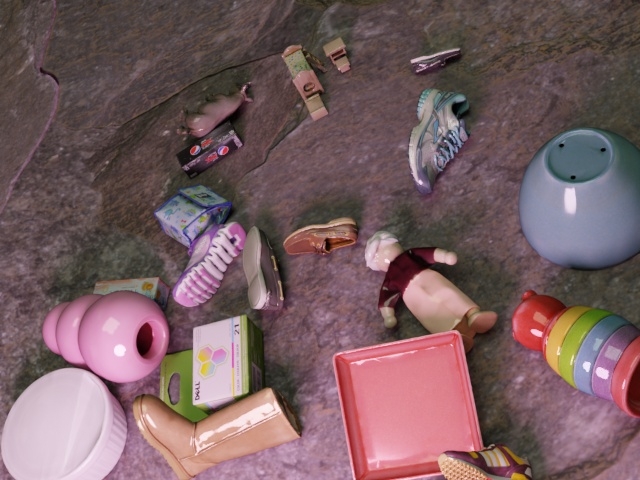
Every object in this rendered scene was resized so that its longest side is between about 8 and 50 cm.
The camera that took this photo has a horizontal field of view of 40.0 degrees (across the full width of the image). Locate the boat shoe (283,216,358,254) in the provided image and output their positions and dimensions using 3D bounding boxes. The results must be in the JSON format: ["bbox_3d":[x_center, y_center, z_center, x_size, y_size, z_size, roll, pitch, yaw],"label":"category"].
[{"bbox_3d":[0.000,0.000,2.000,0.178,0.064,0.060,-16,53,11],"label":"boat shoe"}]

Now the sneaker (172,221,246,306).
[{"bbox_3d":[-0.277,0.050,2.082,0.104,0.095,0.236,17,63,38],"label":"sneaker"}]

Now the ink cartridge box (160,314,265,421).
[{"bbox_3d":[-0.255,0.289,1.913,0.255,0.097,0.189,-15,55,14],"label":"ink cartridge box"}]

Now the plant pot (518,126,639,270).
[{"bbox_3d":[0.526,-0.113,1.755,0.290,0.195,0.290,-12,56,18],"label":"plant pot"}]

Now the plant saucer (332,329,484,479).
[{"bbox_3d":[0.170,0.321,1.688,0.258,0.048,0.259,-13,80,16],"label":"plant saucer"}]

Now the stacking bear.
[{"bbox_3d":[0.480,0.188,1.613,0.289,0.164,0.175,27,118,46],"label":"stacking bear"}]

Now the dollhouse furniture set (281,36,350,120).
[{"bbox_3d":[0.009,-0.430,2.241,0.161,0.101,0.182,-28,53,6],"label":"dollhouse furniture set"}]

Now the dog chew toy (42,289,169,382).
[{"bbox_3d":[-0.507,0.213,2.017,0.332,0.206,0.206,1,61,34],"label":"dog chew toy"}]

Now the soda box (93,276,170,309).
[{"bbox_3d":[-0.458,0.133,2.124,0.183,0.058,0.063,-5,58,22],"label":"soda box"}]

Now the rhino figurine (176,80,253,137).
[{"bbox_3d":[-0.267,-0.352,2.327,0.243,0.073,0.106,-40,37,-23],"label":"rhino figurine"}]

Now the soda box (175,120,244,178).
[{"bbox_3d":[-0.287,-0.235,2.280,0.169,0.053,0.060,-32,52,2],"label":"soda box"}]

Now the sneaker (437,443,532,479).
[{"bbox_3d":[0.292,0.399,1.575,0.069,0.185,0.084,-53,20,43],"label":"sneaker"}]

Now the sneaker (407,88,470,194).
[{"bbox_3d":[0.272,-0.233,1.999,0.122,0.110,0.283,2,61,21],"label":"sneaker"}]

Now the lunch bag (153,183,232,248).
[{"bbox_3d":[-0.309,-0.068,2.168,0.151,0.096,0.129,-41,49,-22],"label":"lunch bag"}]

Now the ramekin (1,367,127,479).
[{"bbox_3d":[-0.551,0.427,1.939,0.273,0.127,0.273,-12,56,18],"label":"ramekin"}]

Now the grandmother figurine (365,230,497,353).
[{"bbox_3d":[0.201,0.097,1.832,0.208,0.104,0.342,-42,50,0],"label":"grandmother figurine"}]

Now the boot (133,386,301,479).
[{"bbox_3d":[-0.209,0.356,1.784,0.269,0.236,0.089,-25,29,11],"label":"boot"}]

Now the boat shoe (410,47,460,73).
[{"bbox_3d":[0.286,-0.444,2.167,0.125,0.038,0.046,-15,13,9],"label":"boat shoe"}]

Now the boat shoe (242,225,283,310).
[{"bbox_3d":[-0.129,0.066,2.017,0.081,0.069,0.228,-51,35,40],"label":"boat shoe"}]
